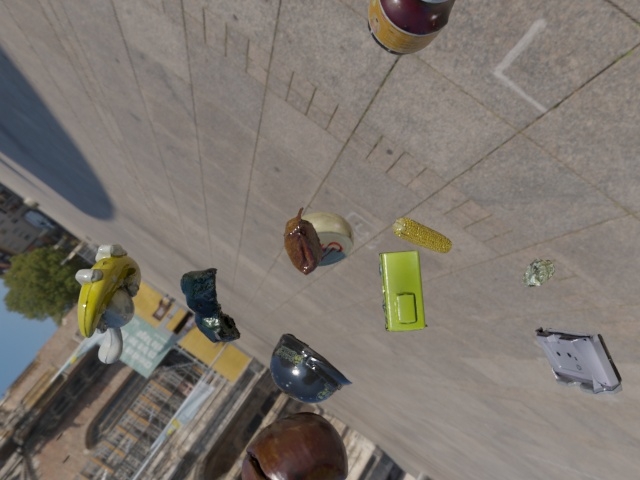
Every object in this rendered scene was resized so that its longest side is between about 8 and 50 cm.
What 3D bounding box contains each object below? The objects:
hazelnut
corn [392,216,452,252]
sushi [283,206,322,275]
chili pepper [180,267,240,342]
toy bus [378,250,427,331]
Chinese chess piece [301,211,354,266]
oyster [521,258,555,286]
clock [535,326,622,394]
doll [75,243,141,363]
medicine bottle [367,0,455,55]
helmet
[{"bbox_3d":[-0.058,0.510,0.977,0.218,0.234,0.218,44,145,42],"label":"hazelnut"},{"bbox_3d":[0.421,-0.018,1.791,0.260,0.091,0.091,24,166,-11],"label":"corn"},{"bbox_3d":[-0.029,0.004,0.758,0.052,0.055,0.120,-13,120,20],"label":"sushi"},{"bbox_3d":[-0.330,0.212,1.280,0.148,0.116,0.264,-1,125,30],"label":"chili pepper"},{"bbox_3d":[0.259,0.164,1.377,0.128,0.262,0.150,-5,176,3],"label":"toy bus"},{"bbox_3d":[0.000,0.000,1.709,0.273,0.102,0.273,-5,145,-3],"label":"Chinese chess piece"},{"bbox_3d":[0.751,0.114,1.502,0.064,0.125,0.177,37,-178,5],"label":"oyster"},{"bbox_3d":[0.800,0.373,1.368,0.253,0.083,0.186,146,101,-78],"label":"clock"},{"bbox_3d":[-0.509,0.141,1.043,0.111,0.237,0.252,4,141,-2],"label":"doll"},{"bbox_3d":[0.284,-0.706,1.201,0.242,0.242,0.395,37,171,-5],"label":"medicine bottle"},{"bbox_3d":[-0.050,0.418,1.340,0.279,0.160,0.230,25,159,44],"label":"helmet"}]
